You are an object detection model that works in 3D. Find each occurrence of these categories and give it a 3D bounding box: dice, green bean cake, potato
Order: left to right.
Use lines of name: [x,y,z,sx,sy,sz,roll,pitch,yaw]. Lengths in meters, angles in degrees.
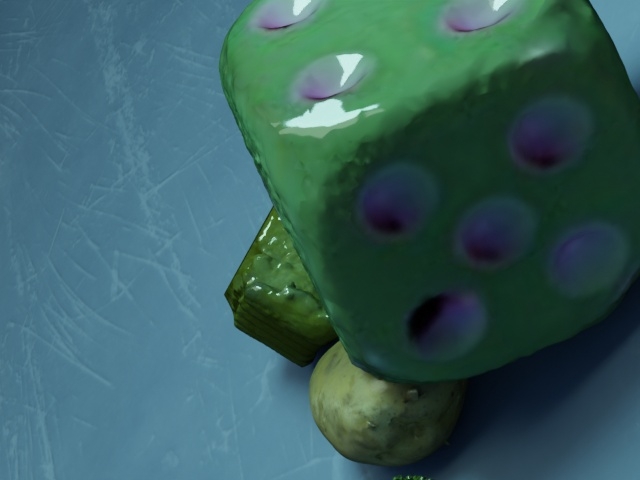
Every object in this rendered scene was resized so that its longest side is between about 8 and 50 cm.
green bean cake: [0.000,0.000,2.097,0.236,0.124,0.233,-61,3,-16]
potato: [0.064,0.151,1.932,0.234,0.128,0.161,-25,24,52]
dice: [0.111,-0.087,1.796,0.330,0.318,0.322,-25,35,-3]

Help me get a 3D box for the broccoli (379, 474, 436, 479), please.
broccoli: [0.079,0.260,1.838,0.092,0.097,0.095,-85,7,-50]
